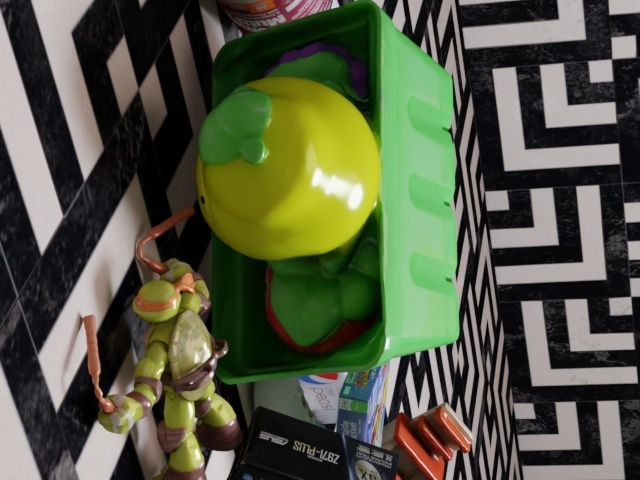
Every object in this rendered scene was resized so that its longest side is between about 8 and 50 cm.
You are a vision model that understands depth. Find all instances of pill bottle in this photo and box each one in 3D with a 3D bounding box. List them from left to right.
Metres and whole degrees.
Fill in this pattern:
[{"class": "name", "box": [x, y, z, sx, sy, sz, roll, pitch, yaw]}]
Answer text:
[{"class": "pill bottle", "box": [-0.052, -0.279, 1.655, 0.221, 0.121, 0.121, 43, 46, -71]}]

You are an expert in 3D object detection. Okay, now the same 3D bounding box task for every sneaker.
[{"class": "sneaker", "box": [-0.024, 0.215, 1.718, 0.080, 0.094, 0.212, -15, 102, -76]}]

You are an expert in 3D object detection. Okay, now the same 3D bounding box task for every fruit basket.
[{"class": "fruit basket", "box": [-0.028, -0.050, 1.485, 0.392, 0.283, 0.392, 11, 74, -45]}]

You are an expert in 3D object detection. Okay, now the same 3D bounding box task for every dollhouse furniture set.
[{"class": "dollhouse furniture set", "box": [0.106, 0.328, 1.911, 0.262, 0.135, 0.259, 50, 28, -19]}]

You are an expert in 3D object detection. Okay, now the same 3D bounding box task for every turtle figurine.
[{"class": "turtle figurine", "box": [-0.122, 0.106, 1.354, 0.269, 0.087, 0.217, -74, 156, -54]}]

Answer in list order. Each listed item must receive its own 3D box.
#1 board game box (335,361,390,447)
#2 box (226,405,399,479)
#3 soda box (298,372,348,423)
[{"class": "board game box", "box": [0.044, 0.217, 1.682, 0.136, 0.035, 0.201, -65, 162, -59]}, {"class": "box", "box": [-0.024, 0.265, 1.462, 0.077, 0.147, 0.180, -76, -173, -52]}, {"class": "soda box", "box": [0.008, 0.154, 1.901, 0.216, 0.074, 0.069, 66, 25, -56]}]
